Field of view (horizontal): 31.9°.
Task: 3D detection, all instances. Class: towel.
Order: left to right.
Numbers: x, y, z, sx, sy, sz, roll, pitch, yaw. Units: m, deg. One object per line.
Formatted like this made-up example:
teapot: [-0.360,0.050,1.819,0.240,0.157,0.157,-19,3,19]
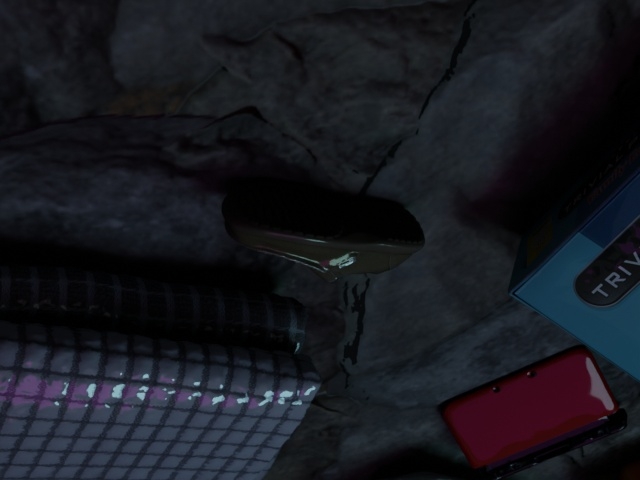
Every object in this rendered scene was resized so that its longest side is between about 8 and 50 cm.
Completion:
towel: [-0.161,0.138,0.810,0.235,0.121,0.283,8,135,-28]

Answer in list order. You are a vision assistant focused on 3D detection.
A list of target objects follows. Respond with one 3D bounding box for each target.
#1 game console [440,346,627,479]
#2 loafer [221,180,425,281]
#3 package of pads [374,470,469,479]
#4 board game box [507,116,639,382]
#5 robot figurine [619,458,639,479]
game console: [0.198,0.158,1.027,0.144,0.085,0.124,-25,171,13]
loafer: [0.000,0.000,0.738,0.148,0.056,0.050,10,129,-27]
package of pads: [0.163,0.361,1.092,0.101,0.229,0.297,-15,150,42]
board game box: [0.338,0.032,0.740,0.336,0.079,0.253,35,127,-6]
robot figurine: [0.390,0.271,1.135,0.220,0.158,0.128,-16,157,2]
